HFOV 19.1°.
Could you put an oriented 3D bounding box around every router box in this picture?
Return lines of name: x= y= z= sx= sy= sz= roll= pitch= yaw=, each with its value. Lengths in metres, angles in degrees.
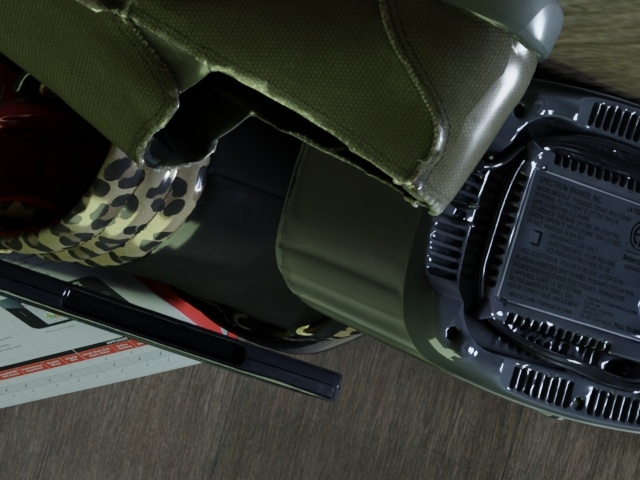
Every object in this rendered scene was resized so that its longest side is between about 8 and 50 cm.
router box: x=-0.275 y=0.015 z=1.386 sx=0.335 sy=0.082 sz=0.301 roll=-14 pitch=143 yaw=29

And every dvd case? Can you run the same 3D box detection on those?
dvd case: x=-0.126 y=0.051 z=1.230 sx=0.253 sy=0.022 sz=0.180 roll=20 pitch=174 yaw=-17

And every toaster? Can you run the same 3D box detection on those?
toaster: x=0.081 y=0.000 z=0.805 sx=0.227 sy=0.129 sz=0.146 roll=16 pitch=180 yaw=-30

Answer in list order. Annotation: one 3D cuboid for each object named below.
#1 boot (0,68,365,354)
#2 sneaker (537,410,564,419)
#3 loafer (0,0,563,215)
boot: x=-0.073 y=-0.018 z=1.143 sx=0.284 sy=0.138 sz=0.377 roll=18 pitch=176 yaw=-31
sneaker: x=0.172 y=0.040 z=1.146 sx=0.127 sy=0.126 sz=0.321 roll=20 pitch=-173 yaw=-7
loafer: x=-0.056 y=-0.069 z=0.583 sx=0.251 sy=0.087 sz=0.094 roll=15 pitch=177 yaw=14
